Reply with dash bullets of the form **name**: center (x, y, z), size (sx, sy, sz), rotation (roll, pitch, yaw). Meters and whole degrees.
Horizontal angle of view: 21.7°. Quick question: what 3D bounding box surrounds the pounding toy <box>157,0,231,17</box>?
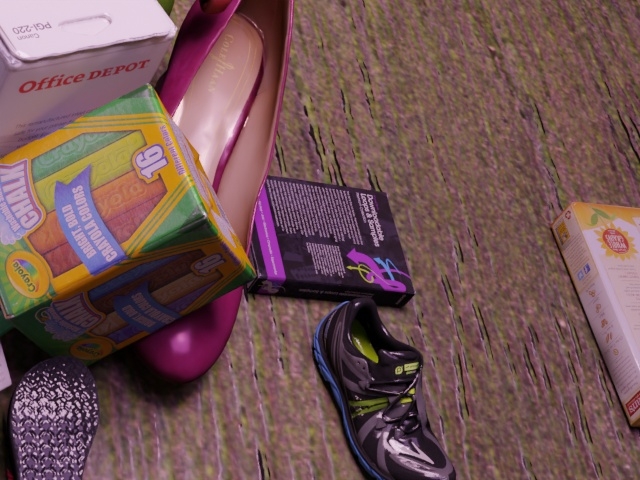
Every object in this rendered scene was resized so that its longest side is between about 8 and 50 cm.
- **pounding toy**: center (-0.143, -0.213, 1.425), size (0.110, 0.237, 0.183), rotation (5, 52, -21)

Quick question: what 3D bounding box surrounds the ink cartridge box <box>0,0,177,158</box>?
- **ink cartridge box**: center (-0.229, -0.109, 1.296), size (0.159, 0.218, 0.092), rotation (-18, 65, -42)

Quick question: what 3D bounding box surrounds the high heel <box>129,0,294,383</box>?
- **high heel**: center (-0.089, -0.069, 1.381), size (0.127, 0.181, 0.377), rotation (18, 46, -25)

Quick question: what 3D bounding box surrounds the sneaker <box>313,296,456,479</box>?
- **sneaker**: center (0.056, 0.130, 1.387), size (0.067, 0.078, 0.188), rotation (-8, 60, -38)

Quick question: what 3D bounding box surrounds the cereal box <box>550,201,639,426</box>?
- **cereal box**: center (0.341, 0.074, 1.648), size (0.173, 0.047, 0.240), rotation (6, 52, -30)

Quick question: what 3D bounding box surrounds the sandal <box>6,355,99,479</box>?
- **sandal**: center (-0.201, 0.170, 1.217), size (0.067, 0.040, 0.179), rotation (10, 64, -20)

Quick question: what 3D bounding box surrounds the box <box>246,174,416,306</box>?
- **box**: center (0.000, 0.000, 1.498), size (0.162, 0.029, 0.116), rotation (7, 52, -28)

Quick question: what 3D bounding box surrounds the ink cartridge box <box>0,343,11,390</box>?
- **ink cartridge box**: center (-0.294, 0.038, 1.168), size (0.104, 0.062, 0.181), rotation (-32, 117, -46)

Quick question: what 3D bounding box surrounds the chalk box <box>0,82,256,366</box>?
- **chalk box**: center (-0.182, 0.004, 1.264), size (0.213, 0.132, 0.132), rotation (-27, 64, 2)
